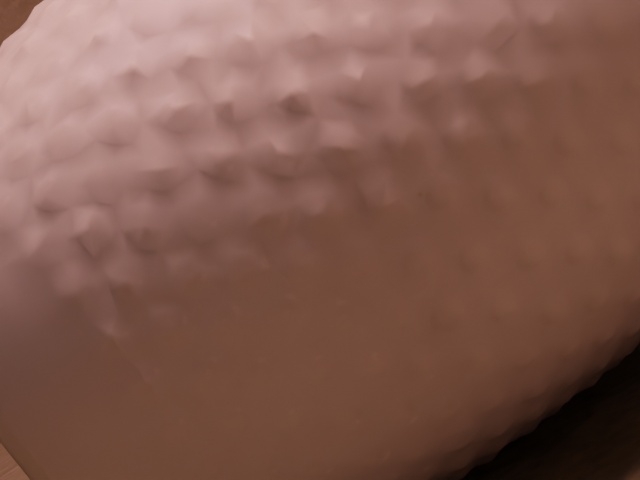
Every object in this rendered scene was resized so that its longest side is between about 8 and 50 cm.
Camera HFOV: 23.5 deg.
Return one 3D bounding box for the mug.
[{"bbox_3d":[0.000,0.000,0.697,0.328,0.276,0.374,-38,-21,-13],"label":"mug"}]
